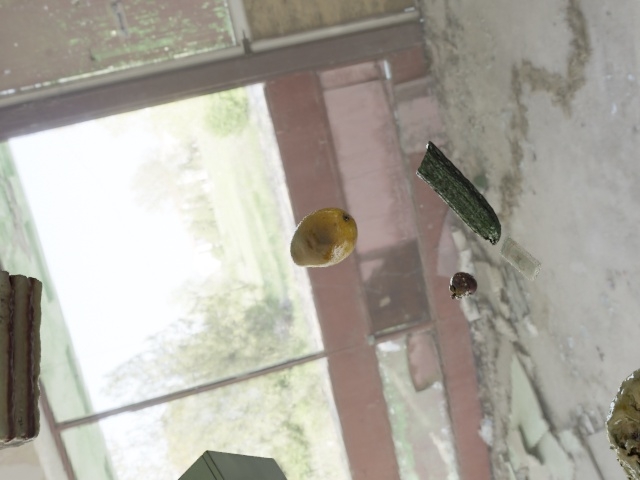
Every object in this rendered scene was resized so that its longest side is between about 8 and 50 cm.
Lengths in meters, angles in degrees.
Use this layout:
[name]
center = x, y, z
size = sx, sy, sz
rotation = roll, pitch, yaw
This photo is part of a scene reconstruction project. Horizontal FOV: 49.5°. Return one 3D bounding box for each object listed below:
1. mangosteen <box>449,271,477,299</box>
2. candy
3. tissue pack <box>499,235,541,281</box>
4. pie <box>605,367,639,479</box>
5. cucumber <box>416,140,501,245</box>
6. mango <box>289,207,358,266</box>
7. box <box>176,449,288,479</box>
[mangosteen]
center = 0.411, 0.129, 1.996
size = 0.081, 0.081, 0.081
rotation = 165, 90, -81
[candy]
center = -0.626, 0.228, 1.285
size = 0.135, 0.179, 0.321
rotation = 31, -129, -62
[tissue pack]
center = 0.466, 0.042, 1.620
size = 0.108, 0.023, 0.056
rotation = 46, 149, 36
[pie]
center = 0.576, 0.336, 1.063
size = 0.339, 0.077, 0.339
rotation = 166, 90, -71
[cucumber]
center = 0.307, -0.100, 1.518
size = 0.265, 0.077, 0.077
rotation = 45, 168, 4
[mango]
center = 0.000, 0.000, 1.241
size = 0.187, 0.066, 0.101
rotation = -30, 93, 47
[box]
center = -0.186, 0.505, 1.242
size = 0.117, 0.225, 0.225
rotation = 48, -173, 33
